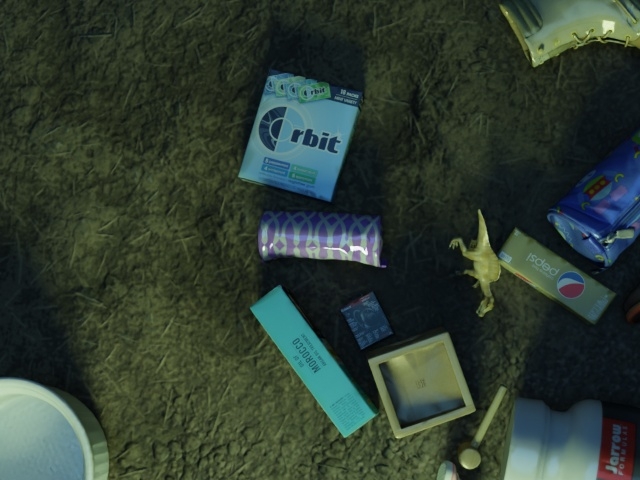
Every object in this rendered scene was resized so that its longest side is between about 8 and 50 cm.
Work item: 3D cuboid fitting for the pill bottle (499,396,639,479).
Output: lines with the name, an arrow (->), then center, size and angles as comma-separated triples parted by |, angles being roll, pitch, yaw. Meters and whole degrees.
pill bottle -> 0.442, 0.341, 1.527 | 0.363, 0.210, 0.210 | 10, 85, 8

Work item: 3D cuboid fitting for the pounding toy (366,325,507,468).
pounding toy -> 0.188, 0.240, 1.637 | 0.181, 0.094, 0.206 | -20, 91, 0

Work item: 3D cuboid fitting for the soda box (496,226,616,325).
soda box -> 0.355, 0.056, 1.644 | 0.181, 0.061, 0.058 | 36, 89, 10

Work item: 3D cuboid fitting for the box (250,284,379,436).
box -> -0.007, 0.184, 1.660 | 0.060, 0.100, 0.244 | -37, 81, 1

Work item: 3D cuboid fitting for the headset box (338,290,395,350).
headset box -> 0.071, 0.123, 1.690 | 0.062, 0.032, 0.083 | -28, 80, 3

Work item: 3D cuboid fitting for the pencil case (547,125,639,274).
pencil case -> 0.481, -0.094, 1.605 | 0.306, 0.133, 0.119 | -43, 114, 0

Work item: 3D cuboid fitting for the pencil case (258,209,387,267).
pencil case -> 0.000, 0.000, 1.689 | 0.206, 0.086, 0.088 | 2, 119, 10

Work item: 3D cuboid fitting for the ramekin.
ramekin -> -0.467, 0.352, 1.686 | 0.277, 0.135, 0.277 | -1, 83, 8

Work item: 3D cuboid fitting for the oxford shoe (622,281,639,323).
oxford shoe -> 0.539, 0.013, 1.621 | 0.271, 0.097, 0.098 | -44, 61, -4

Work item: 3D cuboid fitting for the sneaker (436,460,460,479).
sneaker -> 0.207, 0.379, 1.612 | 0.070, 0.051, 0.134 | 4, 128, 1

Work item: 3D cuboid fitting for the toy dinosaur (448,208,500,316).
toy dinosaur -> 0.243, 0.020, 1.642 | 0.053, 0.092, 0.183 | -18, 116, -24

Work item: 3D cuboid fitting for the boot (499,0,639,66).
boot -> 0.419, -0.313, 1.657 | 0.203, 0.095, 0.262 | -33, 79, 3

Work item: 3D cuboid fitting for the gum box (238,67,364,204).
gum box -> -0.030, -0.166, 1.729 | 0.157, 0.041, 0.184 | 15, 87, 9
